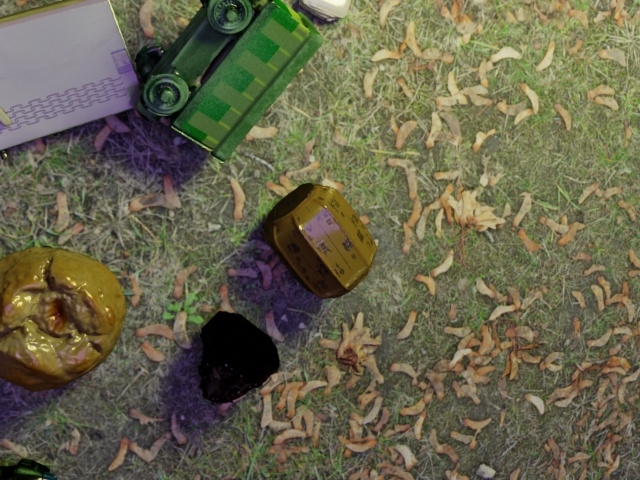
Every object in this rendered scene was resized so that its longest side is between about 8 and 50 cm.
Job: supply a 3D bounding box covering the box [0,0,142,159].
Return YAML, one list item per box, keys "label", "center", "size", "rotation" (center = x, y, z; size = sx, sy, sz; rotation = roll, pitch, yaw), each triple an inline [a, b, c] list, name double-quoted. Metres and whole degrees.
- label: "box"
  center: [-0.431, -0.257, 1.121]
  size: [0.270, 0.045, 0.210]
  rotation: [-23, 106, -15]

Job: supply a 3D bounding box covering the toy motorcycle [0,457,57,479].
- label: "toy motorcycle"
  center: [-0.593, 0.381, 1.135]
  size: [0.331, 0.125, 0.196]
  rotation: [21, 92, -17]

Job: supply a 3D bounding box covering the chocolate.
- label: "chocolate"
  center: [-0.167, 0.229, 1.266]
  size: [0.156, 0.156, 0.133]
  rotation: [26, 117, -21]

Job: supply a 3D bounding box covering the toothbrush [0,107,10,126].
- label: "toothbrush"
  center: [-0.539, -0.274, 1.006]
  size: [0.025, 0.020, 0.286]
  rotation: [-36, 124, -6]

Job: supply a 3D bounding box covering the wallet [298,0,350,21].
- label: "wallet"
  center: [0.026, -0.480, 1.251]
  size: [0.095, 0.033, 0.189]
  rotation: [14, 93, -19]

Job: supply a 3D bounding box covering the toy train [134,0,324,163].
- label: "toy train"
  center: [-0.150, -0.279, 1.113]
  size: [0.202, 0.120, 0.301]
  rotation: [29, 114, -33]

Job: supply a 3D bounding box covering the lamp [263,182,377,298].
- label: "lamp"
  center: [0.000, 0.000, 1.259]
  size: [0.161, 0.161, 0.185]
  rotation: [-42, 108, -8]

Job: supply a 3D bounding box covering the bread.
- label: "bread"
  center: [-0.434, 0.129, 1.138]
  size: [0.245, 0.134, 0.244]
  rotation: [-2, 97, -20]
